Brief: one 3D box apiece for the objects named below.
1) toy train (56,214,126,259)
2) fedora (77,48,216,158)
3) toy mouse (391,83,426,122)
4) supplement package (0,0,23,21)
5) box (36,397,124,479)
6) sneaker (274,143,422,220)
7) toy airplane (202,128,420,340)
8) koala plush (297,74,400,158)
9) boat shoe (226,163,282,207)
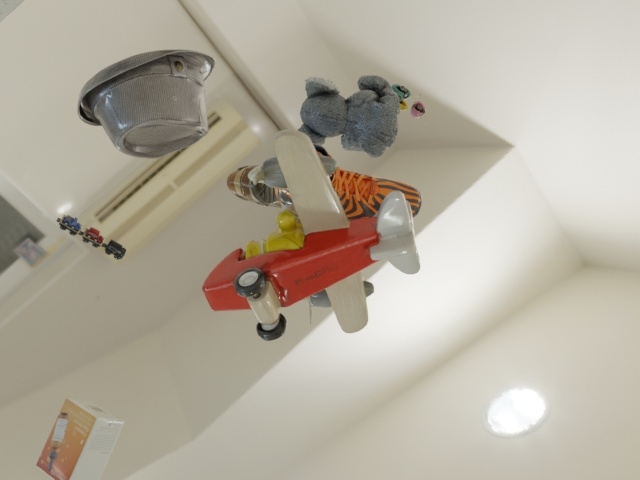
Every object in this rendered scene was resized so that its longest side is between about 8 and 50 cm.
[{"bbox_3d":[-0.491,-0.009,1.375,0.036,0.158,0.027,-44,-155,30],"label":"toy train"},{"bbox_3d":[-0.285,-0.227,1.132,0.244,0.124,0.275,-27,174,24],"label":"fedora"},{"bbox_3d":[0.233,-0.371,1.714,0.143,0.161,0.031,-36,167,-52],"label":"toy mouse"},{"bbox_3d":[-0.453,-0.418,0.911,0.179,0.105,0.105,-46,-125,-6],"label":"supplement package"},{"bbox_3d":[-0.567,0.480,1.511,0.130,0.091,0.170,15,-101,34],"label":"box"},{"bbox_3d":[0.050,-0.108,1.331,0.321,0.180,0.124,3,-112,9],"label":"sneaker"},{"bbox_3d":[0.000,0.000,1.244,0.386,0.385,0.272,-62,-149,21],"label":"toy airplane"},{"bbox_3d":[0.055,-0.290,1.490,0.203,0.221,0.196,-114,-144,-61],"label":"koala plush"},{"bbox_3d":[-0.138,-0.148,1.687,0.120,0.324,0.122,6,-91,20],"label":"boat shoe"}]
